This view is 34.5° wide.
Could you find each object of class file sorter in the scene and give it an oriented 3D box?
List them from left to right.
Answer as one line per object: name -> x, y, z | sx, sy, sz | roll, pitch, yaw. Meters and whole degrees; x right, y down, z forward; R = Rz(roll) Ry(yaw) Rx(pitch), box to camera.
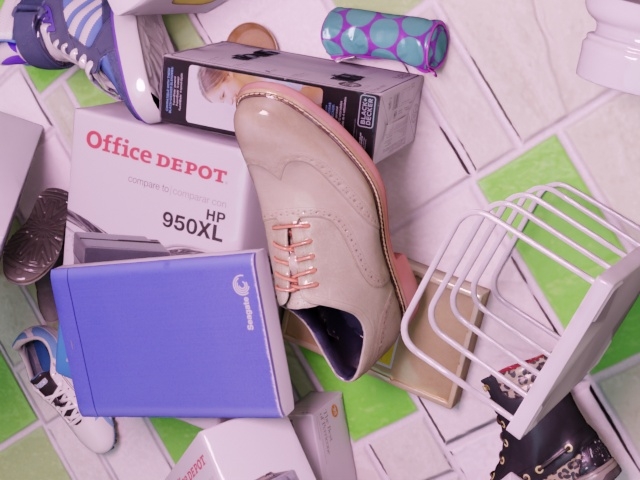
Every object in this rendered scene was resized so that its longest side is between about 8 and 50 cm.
file sorter -> 0.244, 0.055, 1.151 | 0.173, 0.277, 0.193 | 35, 115, 21

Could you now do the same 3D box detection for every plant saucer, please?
plant saucer -> -0.091, -0.254, 1.399 | 0.083, 0.015, 0.084 | 7, 105, 26

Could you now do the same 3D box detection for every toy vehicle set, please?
toy vehicle set -> 0.080, 0.099, 1.380 | 0.266, 0.035, 0.166 | 21, 110, 22

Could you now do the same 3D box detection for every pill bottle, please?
pill bottle -> 0.370, -0.295, 1.066 | 0.161, 0.161, 0.283 | 19, 110, 22

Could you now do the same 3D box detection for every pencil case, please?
pencil case -> 0.080, -0.248, 1.283 | 0.151, 0.064, 0.070 | 12, 91, 25

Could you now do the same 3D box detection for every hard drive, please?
hard drive -> -0.198, 0.126, 1.337 | 0.318, 0.040, 0.210 | -5, 100, 27

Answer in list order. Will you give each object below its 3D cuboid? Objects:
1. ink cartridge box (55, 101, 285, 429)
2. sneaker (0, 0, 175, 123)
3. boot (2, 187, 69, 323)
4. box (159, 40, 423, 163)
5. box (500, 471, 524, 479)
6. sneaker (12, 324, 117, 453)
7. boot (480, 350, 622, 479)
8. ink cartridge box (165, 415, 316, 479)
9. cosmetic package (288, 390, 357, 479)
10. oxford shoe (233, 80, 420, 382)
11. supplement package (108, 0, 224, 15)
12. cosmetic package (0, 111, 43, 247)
ink cartridge box -> -0.199, 0.023, 1.433 | 0.285, 0.166, 0.395 | 15, 108, 23
sneaker -> -0.331, -0.251, 1.392 | 0.236, 0.130, 0.323 | -24, 61, 11
boot -> -0.404, 0.050, 1.504 | 0.076, 0.190, 0.209 | 20, 135, 0
box -> -0.036, -0.178, 1.291 | 0.289, 0.169, 0.087 | 14, 111, 19
box -> 0.227, 0.452, 1.315 | 0.232, 0.058, 0.322 | 35, 123, -11
sneaker -> -0.411, 0.243, 1.642 | 0.085, 0.086, 0.237 | -37, 85, 27
boot -> 0.240, 0.256, 1.311 | 0.236, 0.085, 0.179 | -28, 84, 30
ink cartridge box -> -0.075, 0.403, 1.362 | 0.306, 0.131, 0.226 | 63, 149, 18
cosmetic package -> 0.007, 0.339, 1.440 | 0.060, 0.099, 0.239 | -6, 100, 26
oxford shoe -> 0.000, 0.000, 1.196 | 0.140, 0.146, 0.397 | -2, 131, 39
supplement package -> -0.161, -0.392, 1.296 | 0.194, 0.203, 0.149 | -25, 90, 30
cosmetic package -> -0.504, 0.011, 1.483 | 0.097, 0.377, 0.284 | 20, 113, -16
